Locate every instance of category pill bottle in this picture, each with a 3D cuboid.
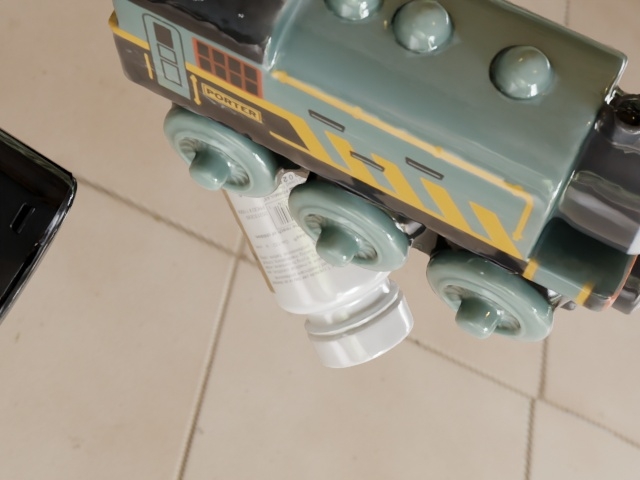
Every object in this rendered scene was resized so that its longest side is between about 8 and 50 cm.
[{"bbox_3d":[0.000,0.000,1.094,0.131,0.131,0.229,-40,111,-42],"label":"pill bottle"}]

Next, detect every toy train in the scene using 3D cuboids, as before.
[{"bbox_3d":[0.038,-0.069,0.598,0.333,0.190,0.142,28,70,11],"label":"toy train"}]

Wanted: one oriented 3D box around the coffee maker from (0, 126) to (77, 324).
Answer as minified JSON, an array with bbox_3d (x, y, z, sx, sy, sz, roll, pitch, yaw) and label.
[{"bbox_3d":[-0.185,-0.022,0.383,0.178,0.120,0.171,36,5,-23],"label":"coffee maker"}]
